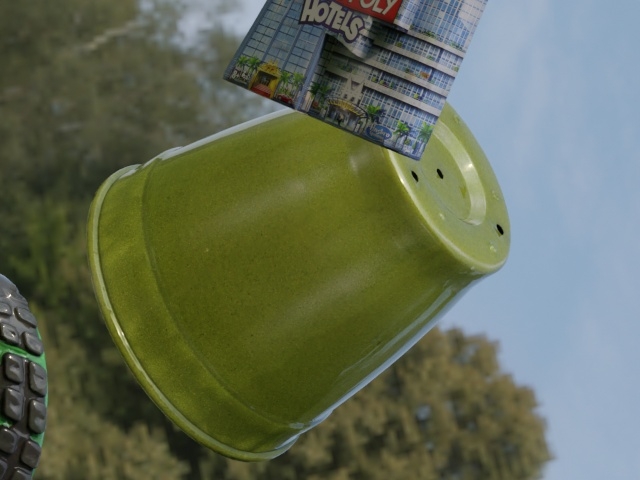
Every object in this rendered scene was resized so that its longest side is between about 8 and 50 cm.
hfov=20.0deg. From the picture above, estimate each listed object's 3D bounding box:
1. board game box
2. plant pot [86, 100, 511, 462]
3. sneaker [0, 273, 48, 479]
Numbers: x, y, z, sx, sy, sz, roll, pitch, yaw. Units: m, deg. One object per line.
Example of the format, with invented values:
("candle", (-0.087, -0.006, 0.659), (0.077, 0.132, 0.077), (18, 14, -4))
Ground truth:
("board game box", (0.034, -0.182, 1.387), (0.194, 0.060, 0.194), (26, -84, 48))
("plant pot", (0.000, 0.000, 1.960), (0.353, 0.366, 0.366), (-31, -114, 27))
("sneaker", (-0.282, 0.167, 1.233), (0.146, 0.134, 0.344), (-119, -132, -63))
